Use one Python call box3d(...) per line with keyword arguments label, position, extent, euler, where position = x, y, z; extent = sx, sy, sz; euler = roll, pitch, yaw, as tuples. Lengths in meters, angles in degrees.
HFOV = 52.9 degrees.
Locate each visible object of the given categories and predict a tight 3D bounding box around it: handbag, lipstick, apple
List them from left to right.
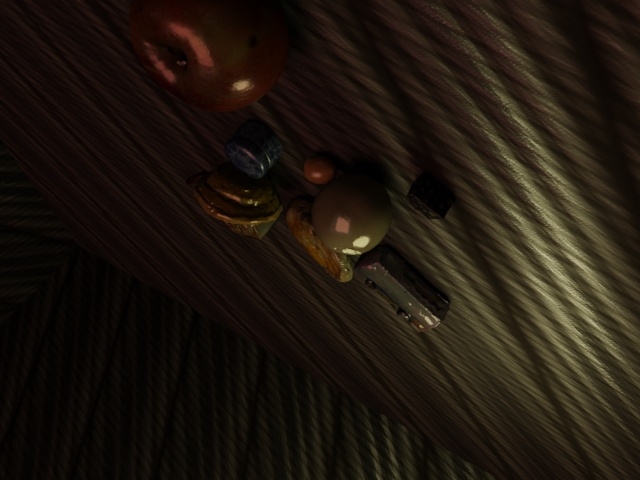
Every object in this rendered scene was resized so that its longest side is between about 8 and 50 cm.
box3d(label="lipstick", position=(-0.456, -0.226, 2.362), extent=(0.027, 0.027, 0.176), euler=(47, 153, -20))
box3d(label="apple", position=(-0.241, -0.459, 1.435), extent=(0.349, 0.277, 0.348), euler=(27, 149, 18))
box3d(label="handbag", position=(0.267, -0.102, 1.654), extent=(0.115, 0.072, 0.139), euler=(37, 167, -5))

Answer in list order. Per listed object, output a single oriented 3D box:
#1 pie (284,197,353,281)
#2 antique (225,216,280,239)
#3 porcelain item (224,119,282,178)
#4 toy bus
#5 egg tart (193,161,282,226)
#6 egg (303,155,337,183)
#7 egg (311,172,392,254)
box3d(label="pie", position=(-0.001, 0.000, 2.080), extent=(0.339, 0.077, 0.339), euler=(47, 164, 18))
box3d(label="antique", position=(-0.247, -0.100, 2.179), extent=(0.147, 0.148, 0.152), euler=(15, 144, 34))
box3d(label="porcelain item", position=(-0.201, -0.264, 1.889), extent=(0.147, 0.114, 0.147), euler=(29, 154, 16))
box3d(label="toy bus", position=(0.257, 0.149, 2.024), extent=(0.317, 0.112, 0.138), euler=(42, 149, -13))
box3d(label="egg tart", position=(-0.242, -0.159, 1.973), extent=(0.290, 0.290, 0.115), euler=(30, 125, 13))
box3d(label="egg", position=(0.002, -0.196, 1.793), extent=(0.096, 0.080, 0.080), euler=(16, 148, 21))
box3d(label="egg", position=(0.084, -0.070, 1.744), extent=(0.219, 0.219, 0.269), euler=(33, 156, 8))
